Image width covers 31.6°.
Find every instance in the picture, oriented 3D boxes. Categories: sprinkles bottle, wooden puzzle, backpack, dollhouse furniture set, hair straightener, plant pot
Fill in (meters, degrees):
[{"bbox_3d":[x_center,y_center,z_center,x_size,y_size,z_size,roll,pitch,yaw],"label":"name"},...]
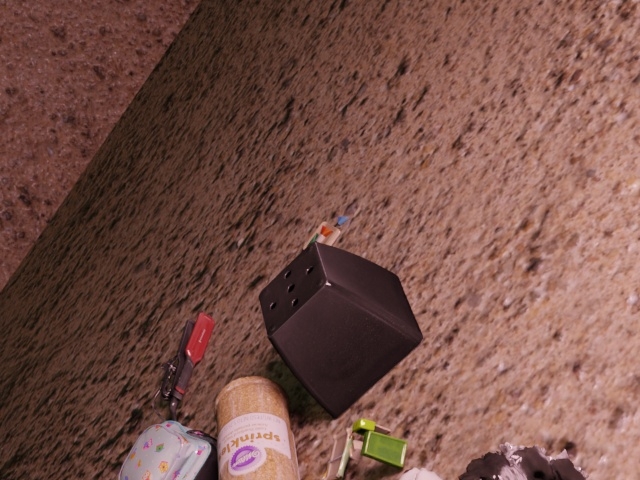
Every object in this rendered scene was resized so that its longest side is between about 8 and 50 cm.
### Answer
[{"bbox_3d":[-0.087,0.347,1.618,0.121,0.121,0.355,-43,27,17],"label":"sprinkles bottle"},{"bbox_3d":[0.000,0.000,2.030,0.116,0.014,0.078,-55,27,-8],"label":"wooden puzzle"},{"bbox_3d":[-0.233,0.373,1.794,0.166,0.144,0.188,-62,25,-8],"label":"backpack"},{"bbox_3d":[0.061,0.295,1.557,0.152,0.059,0.076,136,152,-60],"label":"dollhouse furniture set"},{"bbox_3d":[-0.262,0.245,2.115,0.089,0.047,0.230,-26,40,41],"label":"hair straightener"},{"bbox_3d":[0.014,0.114,1.697,0.187,0.167,0.188,-43,27,15],"label":"plant pot"}]

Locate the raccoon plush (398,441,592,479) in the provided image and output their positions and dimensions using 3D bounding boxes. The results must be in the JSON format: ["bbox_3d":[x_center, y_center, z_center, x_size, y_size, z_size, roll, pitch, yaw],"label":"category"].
[{"bbox_3d":[0.146,0.407,1.106,0.299,0.216,0.446,-43,27,33],"label":"raccoon plush"}]
